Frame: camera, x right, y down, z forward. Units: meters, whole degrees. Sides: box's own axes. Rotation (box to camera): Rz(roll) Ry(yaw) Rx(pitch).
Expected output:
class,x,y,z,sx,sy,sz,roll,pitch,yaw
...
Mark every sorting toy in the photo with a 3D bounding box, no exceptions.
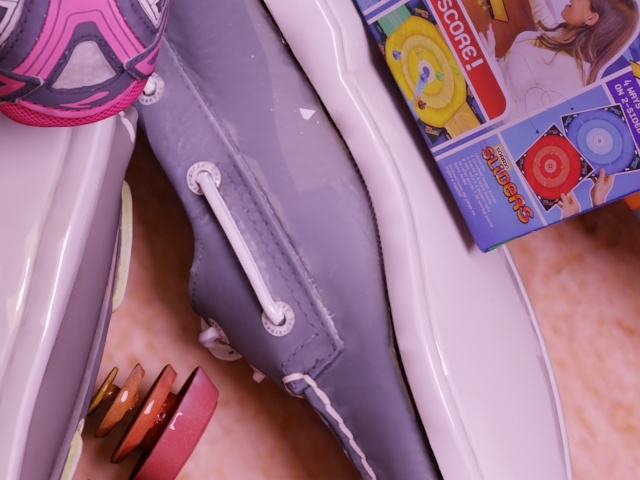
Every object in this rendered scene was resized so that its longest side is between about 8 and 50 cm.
class,x,y,z,sx,sy,sz,roll,pitch,yaw
sorting toy,-0.073,0.080,0.520,0.042,0.061,0.102,31,47,-5

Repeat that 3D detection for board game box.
class,x,y,z,sx,sy,sz,roll,pitch,yaw
board game box,0.062,-0.108,0.493,0.035,0.136,0.201,-29,94,-42

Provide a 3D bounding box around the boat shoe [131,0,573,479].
class,x,y,z,sx,sy,sz,roll,pitch,yaw
boat shoe,0.000,0.000,0.560,0.099,0.116,0.319,-23,89,24

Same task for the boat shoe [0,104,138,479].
class,x,y,z,sx,sy,sz,roll,pitch,yaw
boat shoe,-0.131,0.073,0.484,0.109,0.091,0.305,14,69,10

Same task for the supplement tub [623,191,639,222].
class,x,y,z,sx,sy,sz,roll,pitch,yaw
supplement tub,0.152,-0.128,0.566,0.194,0.193,0.316,-32,85,-20

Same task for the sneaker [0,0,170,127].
class,x,y,z,sx,sy,sz,roll,pitch,yaw
sneaker,-0.128,-0.152,0.498,0.121,0.112,0.299,-14,44,-15
